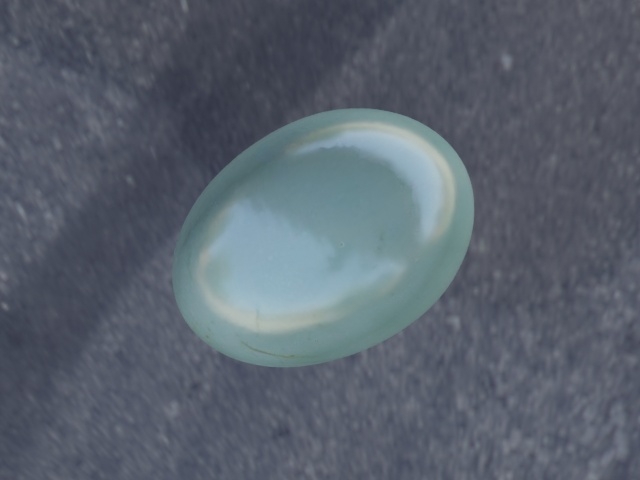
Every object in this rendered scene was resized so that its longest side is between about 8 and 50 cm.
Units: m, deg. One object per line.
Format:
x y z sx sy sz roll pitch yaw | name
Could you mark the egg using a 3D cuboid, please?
0.000 0.000 1.410 0.231 0.168 0.168 -28 73 15 | egg
